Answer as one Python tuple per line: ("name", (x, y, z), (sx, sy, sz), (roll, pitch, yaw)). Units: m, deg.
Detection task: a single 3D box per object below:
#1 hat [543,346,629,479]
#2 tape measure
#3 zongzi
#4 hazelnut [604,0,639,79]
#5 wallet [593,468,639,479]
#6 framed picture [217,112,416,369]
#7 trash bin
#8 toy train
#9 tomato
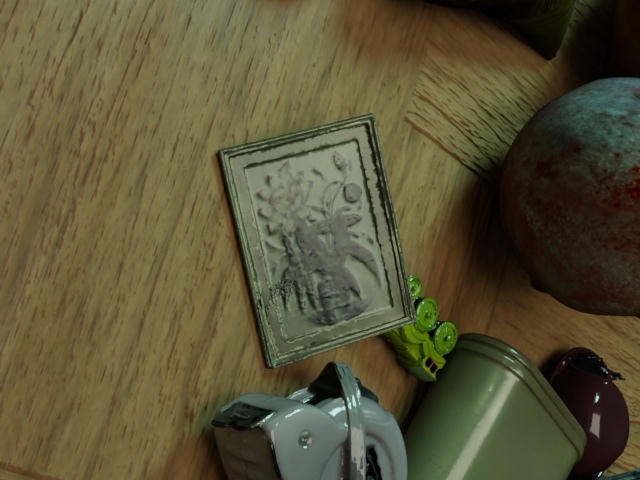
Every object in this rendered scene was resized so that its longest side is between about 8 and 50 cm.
("hat", (0.365, 0.248, 1.368), (0.205, 0.089, 0.206), (1, 88, -44))
("tape measure", (0.003, 0.239, 1.005), (0.197, 0.120, 0.236), (-29, 114, -42))
("zongzi", (0.218, -0.293, 1.222), (0.286, 0.138, 0.300), (-36, 141, -25))
("hazelnut", (0.551, -0.274, 1.360), (0.365, 0.365, 0.366), (0, 90, -44))
("wallet", (0.374, 0.369, 1.382), (0.232, 0.025, 0.119), (3, 126, -43))
("framed picture", (0.000, 0.000, 1.026), (0.173, 0.010, 0.231), (-17, 102, -17))
("trash bin", (0.185, 0.276, 1.180), (0.243, 0.121, 0.247), (49, 62, -32))
("toy train", (0.068, 0.055, 1.109), (0.250, 0.053, 0.085), (50, 64, -31))
("tomato", (0.377, -0.048, 1.226), (0.316, 0.316, 0.283), (-28, 131, -40))
